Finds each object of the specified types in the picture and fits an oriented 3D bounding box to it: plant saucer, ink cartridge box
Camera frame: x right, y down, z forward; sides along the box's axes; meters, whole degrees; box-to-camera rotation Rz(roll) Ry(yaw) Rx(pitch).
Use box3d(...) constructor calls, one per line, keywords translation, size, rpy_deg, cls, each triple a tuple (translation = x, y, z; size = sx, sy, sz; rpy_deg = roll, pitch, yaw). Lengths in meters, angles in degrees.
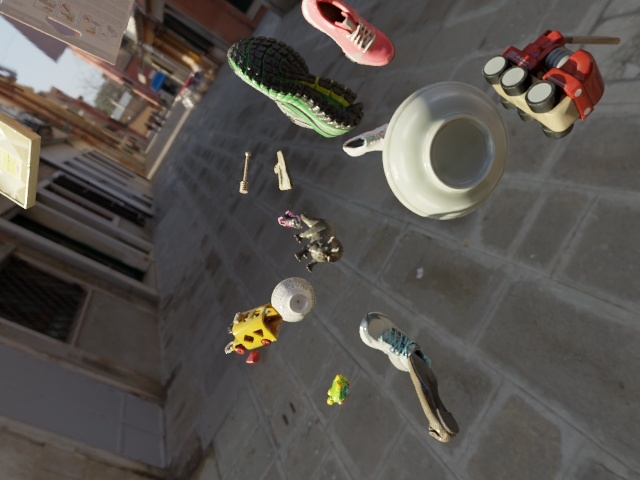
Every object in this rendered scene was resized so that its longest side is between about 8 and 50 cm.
box3d(translation=(0.380, -0.251, 1.493), size=(0.400, 0.401, 0.100), rpy_deg=(-59, 18, 2), cls="plant saucer")
box3d(translation=(-0.680, -0.636, 1.424), size=(0.066, 0.297, 0.260), rpy_deg=(-17, 60, 50), cls="ink cartridge box")

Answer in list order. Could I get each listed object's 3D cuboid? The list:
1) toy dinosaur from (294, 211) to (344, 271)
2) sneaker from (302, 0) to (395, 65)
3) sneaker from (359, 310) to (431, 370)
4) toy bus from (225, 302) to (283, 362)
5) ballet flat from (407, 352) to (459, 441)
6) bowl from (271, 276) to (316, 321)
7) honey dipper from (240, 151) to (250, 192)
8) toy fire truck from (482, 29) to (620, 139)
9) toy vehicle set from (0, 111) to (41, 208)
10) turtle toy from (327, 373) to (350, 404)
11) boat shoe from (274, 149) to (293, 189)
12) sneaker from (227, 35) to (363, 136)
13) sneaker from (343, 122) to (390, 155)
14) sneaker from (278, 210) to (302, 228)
box3d(translation=(0.000, 0.000, 1.721), size=(0.160, 0.121, 0.313), rpy_deg=(-30, 28, 15), cls="toy dinosaur")
box3d(translation=(0.084, -0.605, 1.521), size=(0.115, 0.314, 0.136), rpy_deg=(-57, 16, 13), cls="sneaker")
box3d(translation=(0.239, 0.311, 1.602), size=(0.122, 0.283, 0.110), rpy_deg=(4, 58, 57), cls="sneaker")
box3d(translation=(-0.215, 0.261, 1.575), size=(0.202, 0.104, 0.191), rpy_deg=(-44, 29, -14), cls="toy bus")
box3d(translation=(0.256, 0.373, 1.256), size=(0.058, 0.084, 0.249), rpy_deg=(-52, 31, 21), cls="ballet flat")
box3d(translation=(-0.089, 0.224, 1.930), size=(0.170, 0.170, 0.080), rpy_deg=(-61, 15, -3), cls="bowl")
box3d(translation=(-0.278, -0.256, 1.961), size=(0.030, 0.031, 0.160), rpy_deg=(-22, 60, 58), cls="honey dipper")
box3d(translation=(0.493, -0.345, 1.045), size=(0.246, 0.159, 0.217), rpy_deg=(-44, 42, 13), cls="toy fire truck")
box3d(translation=(-0.940, -0.242, 1.597), size=(0.266, 0.166, 0.035), rpy_deg=(-61, -6, 36), cls="toy vehicle set")
box3d(translation=(0.074, 0.539, 1.908), size=(0.130, 0.066, 0.095), rpy_deg=(-77, 12, -69), cls="turtle toy")
box3d(translation=(-0.127, -0.229, 1.712), size=(0.045, 0.050, 0.135), rpy_deg=(-16, 74, 11), cls="boat shoe")
box3d(translation=(-0.074, -0.349, 1.257), size=(0.146, 0.344, 0.134), rpy_deg=(-27, 34, 62), cls="sneaker")
box3d(translation=(0.175, -0.335, 1.737), size=(0.212, 0.080, 0.094), rpy_deg=(-20, -6, 18), cls="sneaker")
box3d(translation=(-0.102, -0.060, 1.727), size=(0.057, 0.047, 0.119), rpy_deg=(-24, 25, -20), cls="sneaker")
